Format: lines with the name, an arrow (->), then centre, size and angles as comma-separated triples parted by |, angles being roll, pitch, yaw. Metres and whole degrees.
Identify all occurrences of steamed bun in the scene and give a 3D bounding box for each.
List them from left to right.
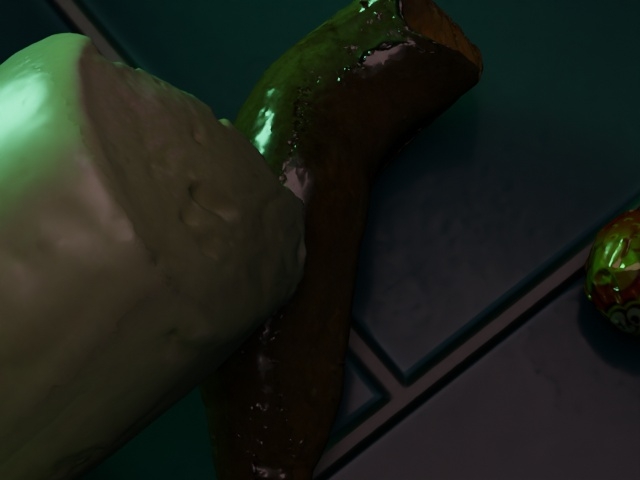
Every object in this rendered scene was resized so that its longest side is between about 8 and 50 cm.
steamed bun -> -0.128, 0.017, 0.748 | 0.225, 0.200, 0.170 | -37, 81, 8

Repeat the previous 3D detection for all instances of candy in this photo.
candy -> 0.168, -0.043, 0.871 | 0.060, 0.060, 0.201 | 11, 62, 8

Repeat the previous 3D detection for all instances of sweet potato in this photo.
sweet potato -> 0.000, -0.002, 0.838 | 0.112, 0.085, 0.286 | 14, 70, 4
